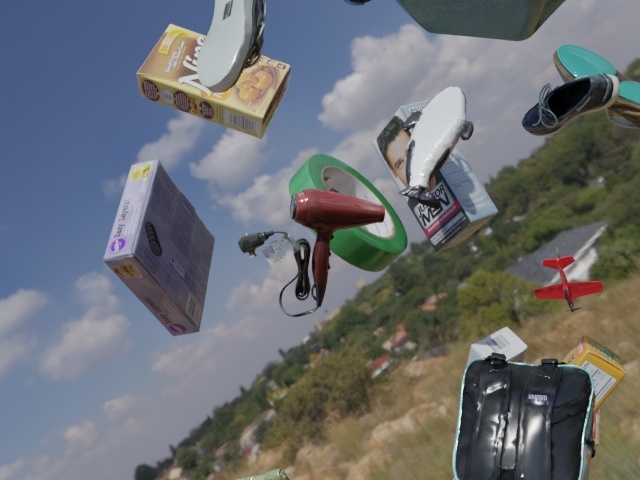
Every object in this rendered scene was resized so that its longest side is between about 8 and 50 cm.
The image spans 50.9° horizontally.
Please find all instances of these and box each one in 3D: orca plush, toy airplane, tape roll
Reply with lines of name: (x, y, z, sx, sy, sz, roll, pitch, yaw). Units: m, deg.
orca plush: (0.253, -0.183, 1.418, 0.151, 0.287, 0.102, -5, -32, 22)
toy airplane: (0.539, 0.089, 1.478, 0.151, 0.151, 0.028, -44, -6, 34)
tape roll: (0.071, -0.070, 1.631, 0.077, 0.321, 0.321, -45, -7, 25)

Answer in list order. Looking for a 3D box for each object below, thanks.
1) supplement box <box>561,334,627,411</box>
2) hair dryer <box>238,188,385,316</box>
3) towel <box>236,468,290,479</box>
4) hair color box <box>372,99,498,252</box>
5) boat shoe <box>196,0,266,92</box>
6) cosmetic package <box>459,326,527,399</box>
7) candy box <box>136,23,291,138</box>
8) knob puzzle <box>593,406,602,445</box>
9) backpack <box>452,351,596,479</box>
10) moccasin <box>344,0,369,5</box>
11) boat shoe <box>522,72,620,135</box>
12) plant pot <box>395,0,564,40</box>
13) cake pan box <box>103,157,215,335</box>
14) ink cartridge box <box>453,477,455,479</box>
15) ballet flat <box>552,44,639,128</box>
supplement box: (0.402, 0.273, 1.119, 0.233, 0.080, 0.078, -57, -4, 19)
hair dryer: (0.000, 0.000, 1.368, 0.293, 0.223, 0.080, -33, 25, 5)
towel: (-0.088, 0.489, 1.281, 0.110, 0.148, 0.027, -18, 35, 17)
hair color box: (0.309, -0.178, 1.859, 0.114, 0.374, 0.185, -18, -18, -31)
boat shoe: (-0.109, -0.275, 0.917, 0.078, 0.070, 0.219, -15, 51, 29)
cosmetic package: (0.426, 0.333, 1.670, 0.117, 0.085, 0.231, -23, -44, -20)
candy box: (-0.251, -0.382, 1.607, 0.087, 0.316, 0.183, 105, -174, -59)
knob puzzle: (0.627, 0.444, 1.707, 0.213, 0.213, 0.030, -40, 9, 1)
backpack: (0.249, 0.254, 0.827, 0.144, 0.166, 0.188, 67, -146, -46)
moccasin: (0.061, -0.662, 1.376, 0.117, 0.342, 0.138, -14, 16, 30)
boat shoe: (0.506, -0.284, 1.416, 0.079, 0.095, 0.254, 4, -6, -23)
plant pot: (0.197, -0.381, 0.783, 0.248, 0.247, 0.252, -46, -43, -29)
cake pan box: (-0.295, 0.018, 1.297, 0.070, 0.245, 0.267, -11, -41, 17)
ink cartridge box: (0.427, 0.633, 1.501, 0.223, 0.307, 0.129, -56, -20, -4)
ballet flat: (0.695, -0.347, 1.611, 0.116, 0.342, 0.124, -38, -35, -19)
